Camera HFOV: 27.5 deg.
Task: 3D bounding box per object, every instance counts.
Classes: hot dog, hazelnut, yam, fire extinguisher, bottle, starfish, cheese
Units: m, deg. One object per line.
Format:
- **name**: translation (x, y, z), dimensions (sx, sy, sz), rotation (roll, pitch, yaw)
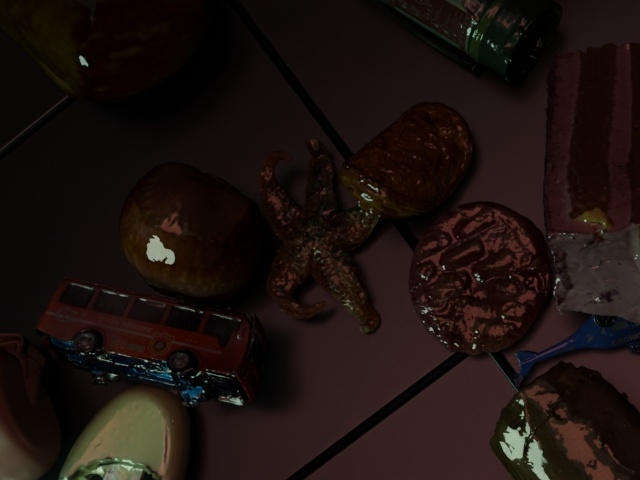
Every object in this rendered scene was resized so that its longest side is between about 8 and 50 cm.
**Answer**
- **hot dog**: translation (0.086, -0.076, 1.299), dimensions (0.099, 0.065, 0.147), rotation (37, 63, 19)
- **hazelnut**: translation (-0.227, -0.263, 1.371), dimensions (0.234, 0.218, 0.218), rotation (41, 92, 20)
- **hazelnut**: translation (-0.134, -0.002, 1.326), dimensions (0.154, 0.143, 0.143), rotation (26, 86, 9)
- **yam**: translation (0.258, 0.227, 1.161), dimensions (0.129, 0.128, 0.238), rotation (-31, 73, -28)
- **fire extinguisher**: translation (0.099, -0.271, 1.336), dimensions (0.294, 0.118, 0.093), rotation (35, 54, 20)
- **bottle**: translation (-0.418, 0.215, 1.346), dimensions (0.296, 0.173, 0.206), rotation (-27, 38, 10)
- **starfish**: translation (0.003, 0.001, 1.335), dimensions (0.150, 0.053, 0.210), rotation (-34, 76, 14)
- **cheese**: translation (-0.171, 0.166, 1.341), dimensions (0.127, 0.050, 0.235), rotation (18, 76, 20)

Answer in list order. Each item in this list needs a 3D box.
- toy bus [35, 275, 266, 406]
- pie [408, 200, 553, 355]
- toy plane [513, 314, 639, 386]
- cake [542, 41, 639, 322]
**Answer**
- **toy bus**: translation (-0.167, 0.101, 1.305), dimensions (0.234, 0.073, 0.096), rotation (9, 59, 18)
- **pie**: translation (0.157, 0.036, 1.280), dimensions (0.154, 0.036, 0.154), rotation (-3, 78, 16)
- **toy plane**: translation (0.256, 0.092, 1.235), dimensions (0.167, 0.054, 0.062), rotation (-24, 98, 10)
- **cake**: translation (0.267, -0.073, 1.220), dimensions (0.115, 0.113, 0.295), rotation (-2, 58, 13)
